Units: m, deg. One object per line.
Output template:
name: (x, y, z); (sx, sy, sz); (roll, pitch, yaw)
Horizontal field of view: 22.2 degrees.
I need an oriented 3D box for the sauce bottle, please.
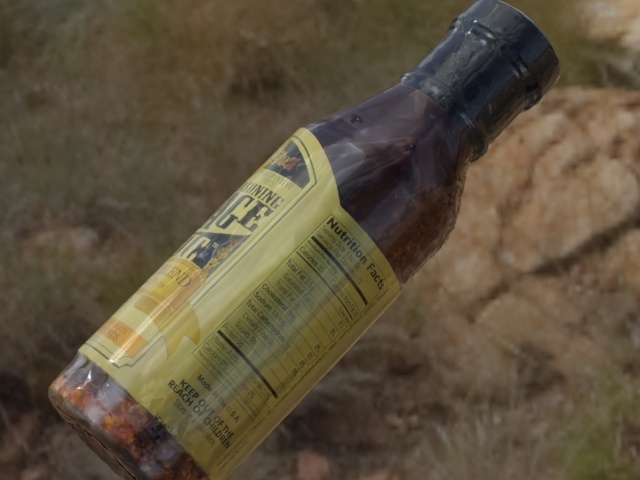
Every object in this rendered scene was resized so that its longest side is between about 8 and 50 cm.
sauce bottle: (0.000, 0.000, 0.344); (0.128, 0.042, 0.042); (-46, 47, -16)
